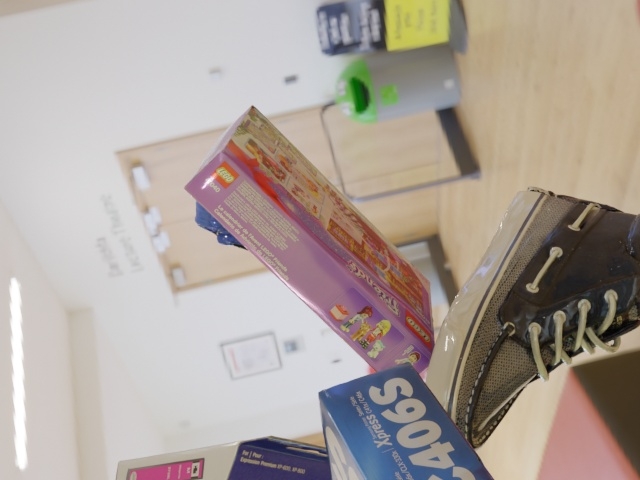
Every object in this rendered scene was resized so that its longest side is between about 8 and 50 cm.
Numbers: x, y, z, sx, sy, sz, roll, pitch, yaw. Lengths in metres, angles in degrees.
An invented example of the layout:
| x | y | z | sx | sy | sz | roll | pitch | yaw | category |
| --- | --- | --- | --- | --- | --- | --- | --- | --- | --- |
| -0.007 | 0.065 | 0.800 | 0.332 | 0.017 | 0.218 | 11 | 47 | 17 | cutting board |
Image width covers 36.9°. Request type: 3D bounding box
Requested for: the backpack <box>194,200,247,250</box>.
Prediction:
| x | y | z | sx | sy | sz | roll | pitch | yaw | category |
| --- | --- | --- | --- | --- | --- | --- | --- | --- | --- |
| -0.133 | -0.043 | 1.461 | 0.098 | 0.120 | 0.101 | -80 | 1 | -73 | backpack |

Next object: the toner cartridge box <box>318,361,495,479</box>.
| x | y | z | sx | sy | sz | roll | pitch | yaw | category |
| --- | --- | --- | --- | --- | --- | --- | --- | --- | --- |
| 0.096 | 0.239 | 0.561 | 0.348 | 0.075 | 0.165 | -126 | 22 | -57 | toner cartridge box |

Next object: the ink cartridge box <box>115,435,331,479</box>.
| x | y | z | sx | sy | sz | roll | pitch | yaw | category |
| --- | --- | --- | --- | --- | --- | --- | --- | --- | --- |
| -0.110 | 0.318 | 1.270 | 0.371 | 0.175 | 0.069 | -24 | 54 | 46 | ink cartridge box |

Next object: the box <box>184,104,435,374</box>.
| x | y | z | sx | sy | sz | roll | pitch | yaw | category |
| --- | --- | --- | --- | --- | --- | --- | --- | --- | --- |
| 0.000 | 0.000 | 0.995 | 0.293 | 0.057 | 0.201 | 44 | -163 | -11 | box |

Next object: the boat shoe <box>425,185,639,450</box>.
| x | y | z | sx | sy | sz | roll | pitch | yaw | category |
| --- | --- | --- | --- | --- | --- | --- | --- | --- | --- |
| 0.227 | 0.083 | 0.949 | 0.341 | 0.158 | 0.127 | -60 | -35 | -31 | boat shoe |
